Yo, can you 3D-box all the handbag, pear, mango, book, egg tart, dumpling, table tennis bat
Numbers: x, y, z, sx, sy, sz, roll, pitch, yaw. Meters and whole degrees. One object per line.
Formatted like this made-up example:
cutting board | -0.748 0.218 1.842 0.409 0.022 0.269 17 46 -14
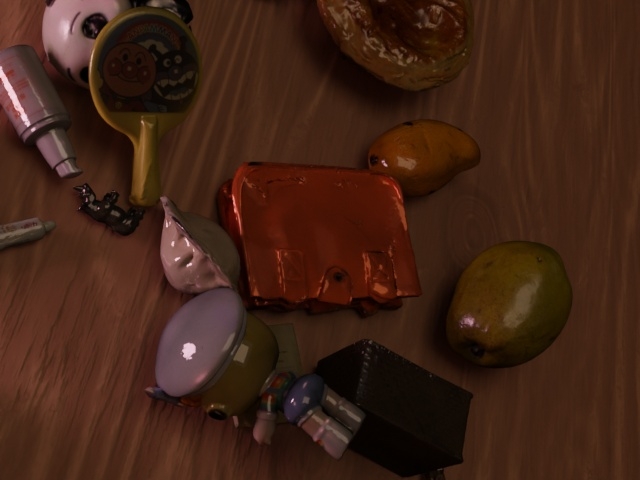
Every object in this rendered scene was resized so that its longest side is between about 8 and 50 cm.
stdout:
handbag | 0.000 0.000 1.924 0.410 0.116 0.304 1 68 -33
pear | 0.400 0.139 2.033 0.253 0.253 0.307 45 53 -7
mango | 0.229 -0.187 2.165 0.295 0.120 0.177 -15 69 -39
book | -0.103 0.252 1.799 0.168 0.013 0.192 0 68 -34
egg tart | 0.158 -0.527 2.244 0.443 0.178 0.443 13 63 -26
dumpling | -0.229 0.014 1.735 0.142 0.172 0.247 -36 73 -13
table tennis bat | -0.318 -0.239 1.744 0.224 0.054 0.369 -6 108 -36

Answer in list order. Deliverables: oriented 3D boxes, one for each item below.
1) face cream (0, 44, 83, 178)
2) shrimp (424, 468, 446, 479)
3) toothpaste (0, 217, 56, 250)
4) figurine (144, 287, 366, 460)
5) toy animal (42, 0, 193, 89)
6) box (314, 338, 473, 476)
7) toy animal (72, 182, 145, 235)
face cream | -0.503 -0.220 1.710 0.101 0.101 0.252 -24 83 -39
shrimp | 0.203 0.534 1.839 0.143 0.052 0.251 9 64 -27
toothpaste | -0.557 0.000 1.611 0.233 0.038 0.060 -17 74 -35
figurine | -0.094 0.219 1.644 0.381 0.205 0.225 20 49 -1
toy animal | -0.382 -0.390 1.800 0.266 0.212 0.213 -27 84 -39
box | 0.128 0.322 1.807 0.273 0.184 0.143 31 55 -21
toy animal | -0.391 -0.060 1.740 0.135 0.047 0.065 35 61 -21
